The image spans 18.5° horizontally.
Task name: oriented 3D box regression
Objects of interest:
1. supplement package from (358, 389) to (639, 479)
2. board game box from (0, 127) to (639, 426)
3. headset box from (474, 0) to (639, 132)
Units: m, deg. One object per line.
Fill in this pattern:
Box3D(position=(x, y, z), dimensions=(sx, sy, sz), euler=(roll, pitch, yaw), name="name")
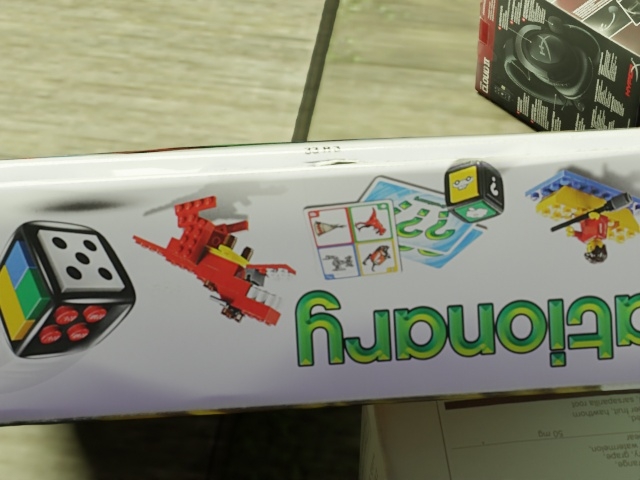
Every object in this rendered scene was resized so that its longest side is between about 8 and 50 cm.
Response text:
Box3D(position=(0.088, 0.156, 0.441), dimensions=(0.139, 0.134, 0.244), euler=(-4, 46, -4), name="supplement package")
Box3D(position=(0.000, 0.000, 0.516), dimensions=(0.193, 0.053, 0.305), euler=(-3, 3, -2), name="board game box")
Box3D(position=(0.091, -0.068, 0.704), dimensions=(0.032, 0.062, 0.083), euler=(-34, 54, -28), name="headset box")
